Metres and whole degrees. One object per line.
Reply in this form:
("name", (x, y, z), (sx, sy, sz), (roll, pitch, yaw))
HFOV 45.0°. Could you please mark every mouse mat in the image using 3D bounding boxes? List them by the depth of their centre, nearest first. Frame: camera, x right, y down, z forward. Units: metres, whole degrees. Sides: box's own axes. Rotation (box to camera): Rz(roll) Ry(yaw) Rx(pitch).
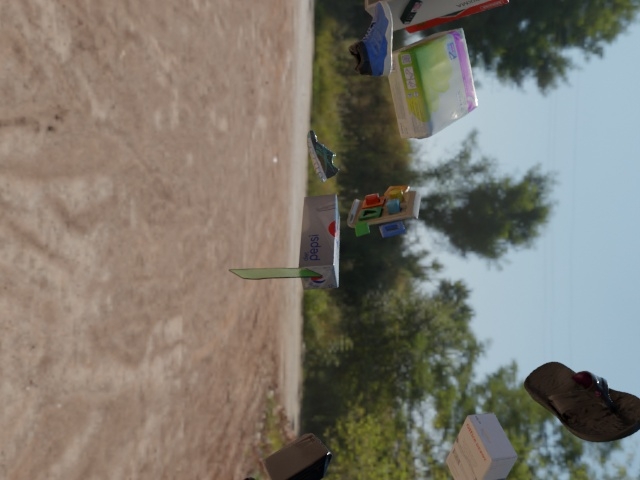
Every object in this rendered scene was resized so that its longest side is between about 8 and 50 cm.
("mouse mat", (-0.104, 0.075, 1.765), (0.152, 0.189, 0.007), (-164, -107, -69))

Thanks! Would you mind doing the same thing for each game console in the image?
("game console", (-0.143, 0.524, 1.605), (0.044, 0.361, 0.213), (61, -11, -4))

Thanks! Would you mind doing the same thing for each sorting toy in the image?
("sorting toy", (0.180, -0.101, 2.185), (0.348, 0.196, 0.047), (-68, 149, -63))

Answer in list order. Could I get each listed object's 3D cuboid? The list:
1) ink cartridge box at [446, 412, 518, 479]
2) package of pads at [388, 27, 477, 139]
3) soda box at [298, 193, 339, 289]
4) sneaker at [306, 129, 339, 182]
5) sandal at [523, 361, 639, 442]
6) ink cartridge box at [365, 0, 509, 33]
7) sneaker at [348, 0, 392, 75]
("ink cartridge box", (0.396, 0.543, 1.919), (0.140, 0.082, 0.191), (-113, -150, -46))
("package of pads", (0.290, -0.402, 1.997), (0.296, 0.101, 0.229), (-33, 116, -46))
("soda box", (0.000, 0.000, 2.102), (0.286, 0.098, 0.091), (-86, 169, -46))
("sneaker", (0.007, -0.265, 2.384), (0.065, 0.076, 0.166), (142, -71, -84))
("sandal", (0.660, 0.402, 2.015), (0.107, 0.167, 0.446), (54, -11, -15))
("ink cartridge box", (0.279, -0.555, 1.827), (0.239, 0.275, 0.060), (23, 62, -54))
("sneaker", (0.101, -0.415, 1.591), (0.058, 0.084, 0.152), (-136, -137, -73))
